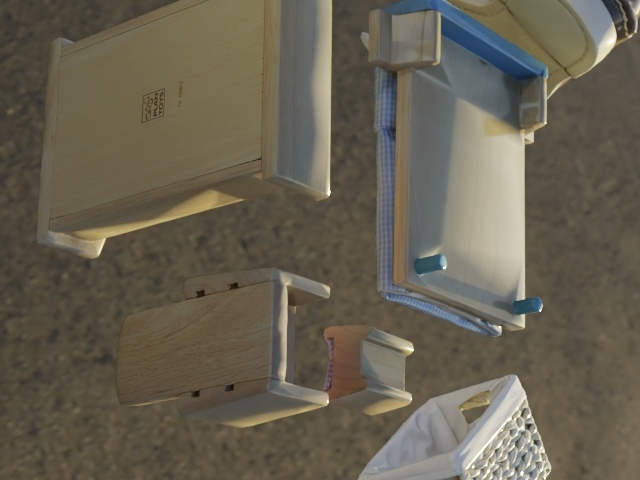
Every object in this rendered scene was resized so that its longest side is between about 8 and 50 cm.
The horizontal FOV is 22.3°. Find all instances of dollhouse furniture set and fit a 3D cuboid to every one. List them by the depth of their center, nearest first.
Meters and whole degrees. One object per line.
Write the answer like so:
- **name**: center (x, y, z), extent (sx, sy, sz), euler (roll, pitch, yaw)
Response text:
- **dollhouse furniture set**: center (0.000, 0.000, 1.040), extent (0.303, 0.198, 0.286), euler (20, 64, -46)

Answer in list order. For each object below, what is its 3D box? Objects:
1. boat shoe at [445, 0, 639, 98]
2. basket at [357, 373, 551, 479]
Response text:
- **boat shoe**: center (0.173, -0.180, 1.242), extent (0.116, 0.097, 0.324), euler (48, -8, -5)
- **basket**: center (0.129, 0.212, 1.486), extent (0.103, 0.113, 0.167), euler (63, 34, -9)
